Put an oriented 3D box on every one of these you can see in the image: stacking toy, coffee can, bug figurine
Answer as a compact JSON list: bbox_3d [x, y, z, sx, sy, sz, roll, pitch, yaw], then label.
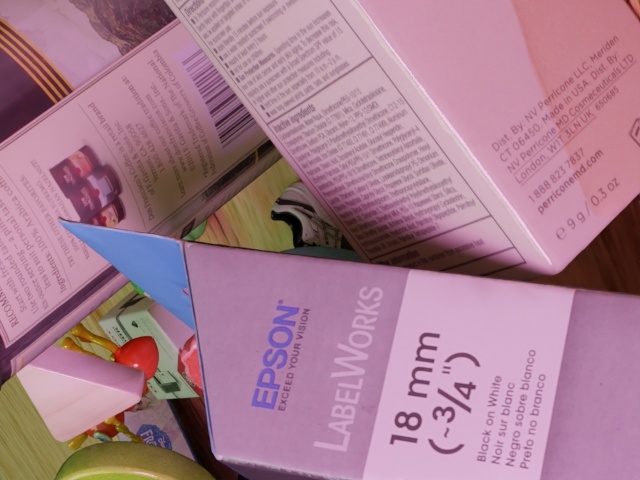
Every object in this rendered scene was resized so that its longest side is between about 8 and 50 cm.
[{"bbox_3d":[-0.056,0.121,0.994,0.279,0.130,0.309,3,135,7],"label":"stacking toy"},{"bbox_3d":[-0.160,-0.063,0.825,0.201,0.275,0.201,37,151,24],"label":"coffee can"},{"bbox_3d":[-0.165,0.033,1.000,0.072,0.216,0.279,20,165,27],"label":"bug figurine"}]

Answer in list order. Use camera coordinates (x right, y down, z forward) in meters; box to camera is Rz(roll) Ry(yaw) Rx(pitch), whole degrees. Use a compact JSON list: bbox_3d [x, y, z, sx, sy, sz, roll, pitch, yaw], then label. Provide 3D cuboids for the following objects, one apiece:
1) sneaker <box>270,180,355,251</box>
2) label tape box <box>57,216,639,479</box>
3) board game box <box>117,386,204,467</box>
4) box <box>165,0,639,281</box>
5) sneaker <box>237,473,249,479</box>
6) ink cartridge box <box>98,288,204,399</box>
[{"bbox_3d":[0.000,0.000,0.935,0.083,0.037,0.032,45,152,5],"label":"sneaker"},{"bbox_3d":[0.053,0.096,0.675,0.333,0.106,0.240,6,160,21],"label":"label tape box"},{"bbox_3d":[-0.104,0.331,1.392,0.319,0.066,0.318,55,167,50],"label":"board game box"},{"bbox_3d":[0.016,-0.129,0.635,0.311,0.121,0.148,53,154,-9],"label":"box"},{"bbox_3d":[0.008,0.323,1.264,0.283,0.124,0.107,46,154,7],"label":"sneaker"},{"bbox_3d":[-0.132,0.089,1.243,0.099,0.056,0.135,53,154,-10],"label":"ink cartridge box"}]
